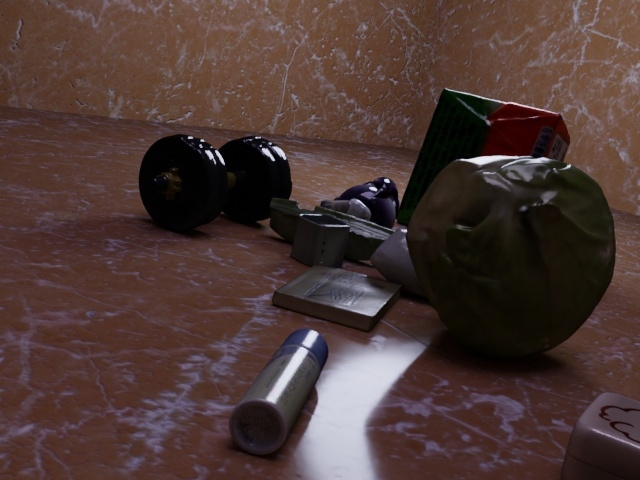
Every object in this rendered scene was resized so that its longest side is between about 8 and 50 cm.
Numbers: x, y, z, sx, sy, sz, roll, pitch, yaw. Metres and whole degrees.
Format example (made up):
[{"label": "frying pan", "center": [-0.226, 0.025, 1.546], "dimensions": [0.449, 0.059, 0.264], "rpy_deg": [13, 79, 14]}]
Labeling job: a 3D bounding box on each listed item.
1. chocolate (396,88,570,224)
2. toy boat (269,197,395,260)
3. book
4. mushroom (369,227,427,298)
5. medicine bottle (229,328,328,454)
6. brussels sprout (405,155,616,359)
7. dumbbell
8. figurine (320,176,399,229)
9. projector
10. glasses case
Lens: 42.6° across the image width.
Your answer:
[{"label": "chocolate", "center": [0.405, -0.159, 2.025], "dimensions": [0.341, 0.360, 0.161], "rpy_deg": [22, 4, 40]}, {"label": "toy boat", "center": [0.022, -0.016, 1.617], "dimensions": [0.293, 0.093, 0.055], "rpy_deg": [15, 32, 19]}, {"label": "book", "center": [0.034, 0.086, 1.321], "dimensions": [0.161, 0.026, 0.231], "rpy_deg": [14, 13, 13]}, {"label": "mushroom", "center": [0.219, 0.064, 1.438], "dimensions": [0.270, 0.103, 0.118], "rpy_deg": [24, 19, 11]}, {"label": "medicine bottle", "center": [-0.038, 0.155, 0.884], "dimensions": [0.059, 0.059, 0.231], "rpy_deg": [13, 13, 8]}, {"label": "brussels sprout", "center": [0.284, 0.028, 1.218], "dimensions": [0.328, 0.327, 0.247], "rpy_deg": [3, 6, -31]}, {"label": "dumbbell", "center": [-0.205, -0.121, 1.658], "dimensions": [0.185, 0.185, 0.388], "rpy_deg": [18, 14, 28]}, {"label": "figurine", "center": [0.095, -0.068, 1.786], "dimensions": [0.145, 0.145, 0.222], "rpy_deg": [16, 18, 19]}, {"label": "projector", "center": [0.000, 0.000, 1.534], "dimensions": [0.083, 0.082, 0.083], "rpy_deg": [1, 17, -38]}, {"label": "glasses case", "center": [0.419, 0.254, 0.805], "dimensions": [0.337, 0.076, 0.144], "rpy_deg": [18, 14, 27]}]
